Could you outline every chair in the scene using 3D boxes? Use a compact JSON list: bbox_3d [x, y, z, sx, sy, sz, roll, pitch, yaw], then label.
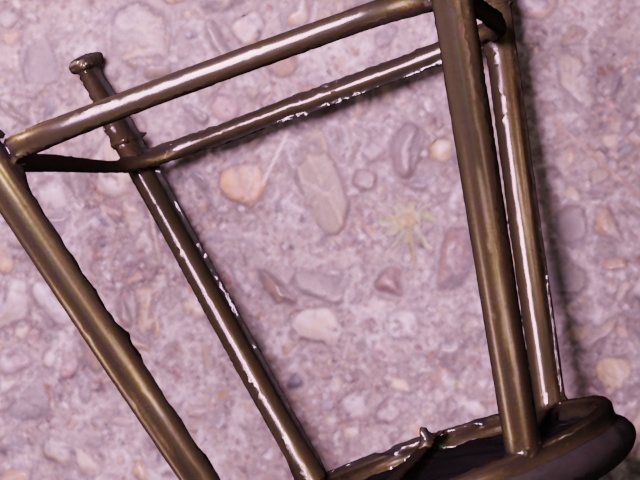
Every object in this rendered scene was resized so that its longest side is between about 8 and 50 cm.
[{"bbox_3d":[0.000,0.000,1.191,0.362,0.364,0.410,-19,89,11],"label":"chair"}]
